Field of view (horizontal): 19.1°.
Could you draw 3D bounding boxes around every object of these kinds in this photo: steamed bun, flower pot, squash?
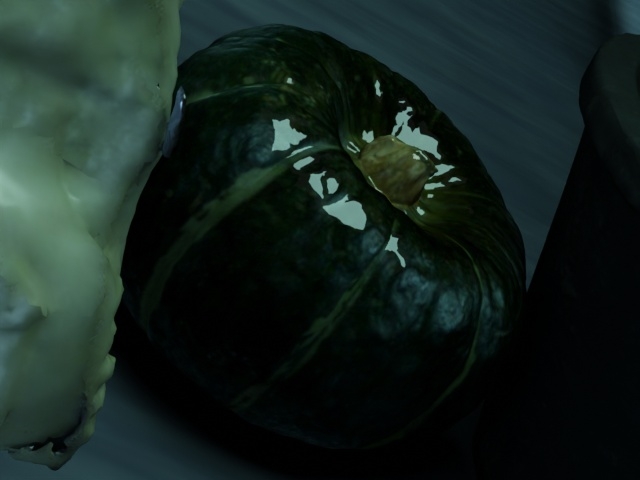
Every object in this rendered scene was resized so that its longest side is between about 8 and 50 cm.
[{"bbox_3d":[-0.194,-0.101,0.811,0.237,0.346,0.394,10,57,-19],"label":"steamed bun"},{"bbox_3d":[0.238,0.080,1.113,0.379,0.251,0.379,29,27,-17],"label":"flower pot"},{"bbox_3d":[0.000,0.000,1.050,0.252,0.165,0.252,30,27,-17],"label":"squash"}]
